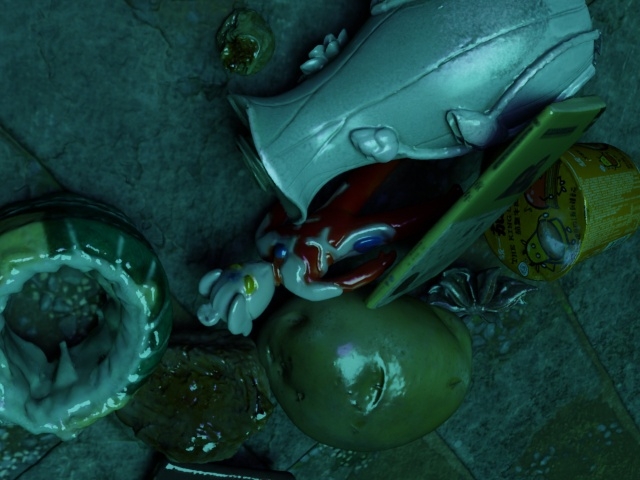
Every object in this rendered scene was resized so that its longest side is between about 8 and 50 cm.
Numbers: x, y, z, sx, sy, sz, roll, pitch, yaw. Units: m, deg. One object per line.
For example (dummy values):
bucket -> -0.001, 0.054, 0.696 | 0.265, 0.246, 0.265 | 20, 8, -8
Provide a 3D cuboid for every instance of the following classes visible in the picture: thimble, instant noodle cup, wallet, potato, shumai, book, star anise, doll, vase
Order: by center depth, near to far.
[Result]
thimble -> -0.317, 0.092, 0.955 | 0.254, 0.167, 0.288 | -1, 112, -23
shumai -> -0.085, -0.240, 0.962 | 0.082, 0.080, 0.083 | 3, 109, -27
vase -> 0.106, -0.194, 0.982 | 0.445, 0.250, 0.250 | -28, 121, -3
book -> 0.213, -0.048, 1.024 | 0.352, 0.035, 0.239 | -49, 164, 31
doll -> 0.000, 0.000, 1.050 | 0.384, 0.188, 0.099 | -36, 146, -14
shumai -> -0.156, 0.215, 1.093 | 0.218, 0.183, 0.185 | -20, 161, 12
potato -> 0.070, 0.186, 1.140 | 0.326, 0.221, 0.243 | 21, 93, -34
instant noodle cup -> 0.372, -0.058, 1.188 | 0.172, 0.216, 0.215 | -12, 117, -30
wallet -> -0.172, 0.403, 1.213 | 0.229, 0.049, 0.182 | 16, 124, -28
star anise -> 0.254, 0.087, 1.248 | 0.205, 0.061, 0.181 | 19, 144, -30
